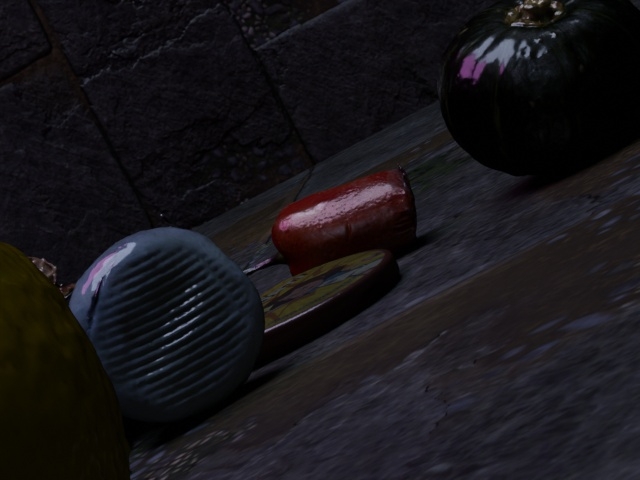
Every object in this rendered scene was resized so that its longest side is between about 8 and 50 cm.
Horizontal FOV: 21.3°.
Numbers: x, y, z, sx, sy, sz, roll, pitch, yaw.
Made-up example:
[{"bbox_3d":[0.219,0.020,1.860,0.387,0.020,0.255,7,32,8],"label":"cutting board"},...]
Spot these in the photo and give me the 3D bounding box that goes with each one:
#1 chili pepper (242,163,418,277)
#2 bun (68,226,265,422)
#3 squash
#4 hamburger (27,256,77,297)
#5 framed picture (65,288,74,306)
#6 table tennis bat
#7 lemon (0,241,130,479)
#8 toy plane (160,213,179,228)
[{"bbox_3d":[0.000,0.000,1.491,0.192,0.084,0.086,-22,-10,12],"label":"chili pepper"},{"bbox_3d":[-0.113,0.061,1.204,0.141,0.141,0.083,-30,5,-20],"label":"bun"},{"bbox_3d":[0.194,-0.139,1.456,0.193,0.156,0.193,-7,10,1],"label":"squash"},{"bbox_3d":[-0.412,0.136,1.942,0.282,0.155,0.245,-26,-3,-31],"label":"hamburger"},{"bbox_3d":[-0.247,0.132,1.292,0.296,0.019,0.232,-38,-13,-15],"label":"framed picture"},{"bbox_3d":[-0.061,0.072,1.395,0.310,0.038,0.200,-17,11,47],"label":"table tennis bat"},{"bbox_3d":[-0.214,0.105,0.686,0.258,0.258,0.310,-27,-1,14],"label":"lemon"},{"bbox_3d":[-0.217,0.102,1.549,0.273,0.182,0.107,-19,43,7],"label":"toy plane"}]
